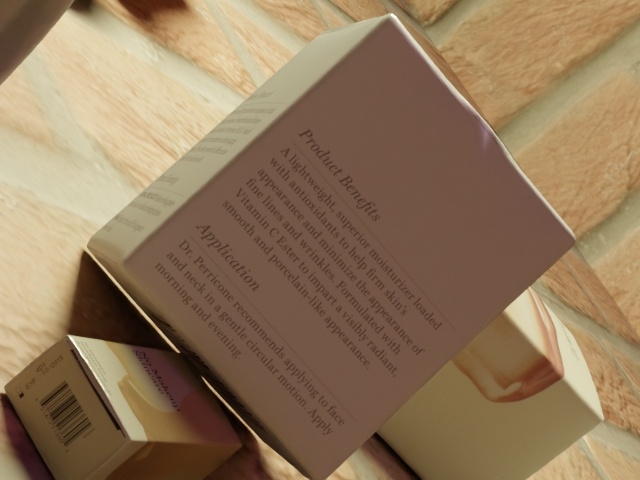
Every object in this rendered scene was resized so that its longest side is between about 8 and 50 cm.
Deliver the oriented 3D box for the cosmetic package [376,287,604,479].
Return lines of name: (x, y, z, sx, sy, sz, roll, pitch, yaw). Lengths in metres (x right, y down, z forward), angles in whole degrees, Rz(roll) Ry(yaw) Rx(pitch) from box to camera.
cosmetic package: (0.049, 0.030, 1.174, 0.296, 0.129, 0.153, 47, 13, -19)

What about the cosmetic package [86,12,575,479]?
cosmetic package: (0.000, 0.000, 0.886, 0.151, 0.184, 0.151, 50, -9, -12)

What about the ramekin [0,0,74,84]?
ramekin: (-0.177, -0.123, 0.688, 0.109, 0.207, 0.207, 41, 13, 1)

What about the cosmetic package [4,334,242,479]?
cosmetic package: (-0.087, 0.081, 0.775, 0.060, 0.041, 0.115, 55, 14, 18)
